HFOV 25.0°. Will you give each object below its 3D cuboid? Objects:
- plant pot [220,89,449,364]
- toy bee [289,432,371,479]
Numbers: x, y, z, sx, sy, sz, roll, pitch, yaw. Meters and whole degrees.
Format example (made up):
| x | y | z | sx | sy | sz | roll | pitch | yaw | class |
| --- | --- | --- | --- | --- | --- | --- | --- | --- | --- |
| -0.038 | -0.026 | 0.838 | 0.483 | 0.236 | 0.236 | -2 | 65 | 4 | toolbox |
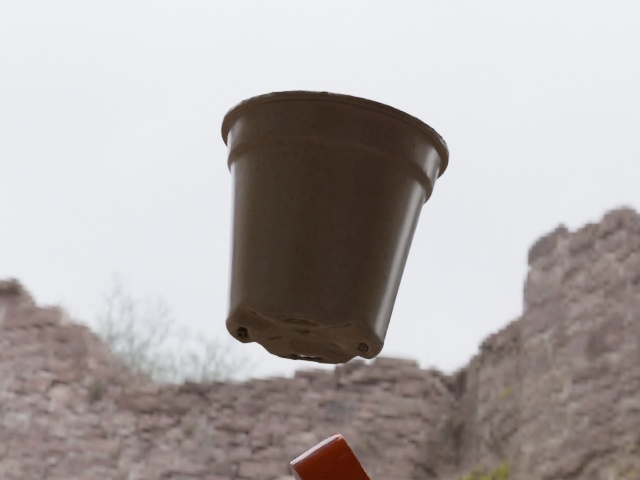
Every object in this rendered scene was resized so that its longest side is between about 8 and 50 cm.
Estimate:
| x | y | z | sx | sy | sz | roll | pitch | yaw | class |
| --- | --- | --- | --- | --- | --- | --- | --- | --- | --- |
| 0.000 | 0.000 | 2.033 | 0.334 | 0.305 | 0.334 | 7 | -20 | 3 | plant pot |
| 0.064 | 0.324 | 1.289 | 0.195 | 0.298 | 0.162 | -11 | -21 | -4 | toy bee |
